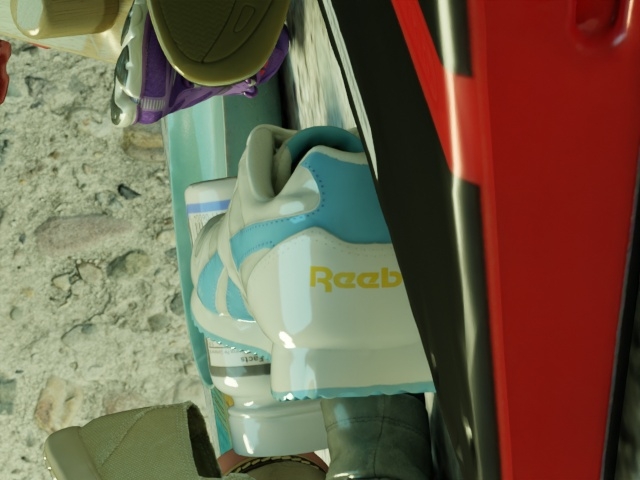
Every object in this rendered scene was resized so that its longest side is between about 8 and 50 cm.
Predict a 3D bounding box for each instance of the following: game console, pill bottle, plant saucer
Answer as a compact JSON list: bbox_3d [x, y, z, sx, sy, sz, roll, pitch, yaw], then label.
[{"bbox_3d":[0.017,-0.160,0.471,0.342,0.060,0.387,80,177,-46],"label":"game console"},{"bbox_3d":[-0.021,0.034,0.887,0.078,0.078,0.137,-158,60,-82],"label":"pill bottle"},{"bbox_3d":[-0.065,-0.062,1.175,0.317,0.043,0.318,176,90,-79],"label":"plant saucer"}]

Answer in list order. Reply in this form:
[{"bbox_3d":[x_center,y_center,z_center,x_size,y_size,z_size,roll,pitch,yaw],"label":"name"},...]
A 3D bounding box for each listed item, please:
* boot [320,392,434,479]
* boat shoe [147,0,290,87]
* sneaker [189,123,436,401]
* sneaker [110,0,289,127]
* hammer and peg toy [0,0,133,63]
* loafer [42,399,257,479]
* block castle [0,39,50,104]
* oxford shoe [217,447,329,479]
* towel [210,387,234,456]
[{"bbox_3d":[0.032,0.176,0.731,0.247,0.083,0.161,88,-178,-48],"label":"boot"},{"bbox_3d":[-0.050,-0.178,0.900,0.073,0.080,0.224,85,180,-76],"label":"boat shoe"},{"bbox_3d":[0.000,0.000,0.690,0.228,0.087,0.092,-160,68,-74],"label":"sneaker"},{"bbox_3d":[-0.059,-0.100,0.938,0.170,0.071,0.068,-48,-27,-63],"label":"sneaker"},{"bbox_3d":[-0.220,-0.264,1.067,0.361,0.127,0.266,19,112,38],"label":"hammer and peg toy"},{"bbox_3d":[-0.049,0.167,0.875,0.268,0.092,0.102,49,171,40],"label":"loafer"},{"bbox_3d":[-0.237,-0.327,1.356,0.303,0.212,0.453,-75,-1,-63],"label":"block castle"},{"bbox_3d":[-0.014,0.294,0.997,0.130,0.123,0.348,-159,59,-76],"label":"oxford shoe"},{"bbox_3d":[-0.065,0.144,1.595,0.370,0.040,0.272,-150,51,-79],"label":"towel"}]
